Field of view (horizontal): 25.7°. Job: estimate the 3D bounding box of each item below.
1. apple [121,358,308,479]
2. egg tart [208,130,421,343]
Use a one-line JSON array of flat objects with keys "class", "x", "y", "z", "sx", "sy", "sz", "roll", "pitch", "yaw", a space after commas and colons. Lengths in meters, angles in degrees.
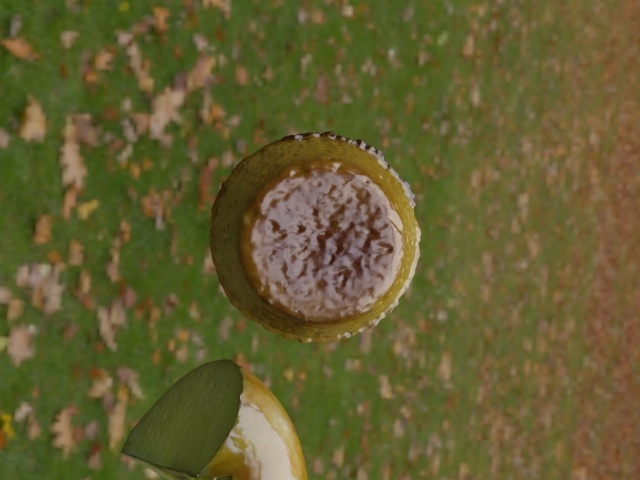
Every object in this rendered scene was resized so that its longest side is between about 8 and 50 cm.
[{"class": "apple", "x": -0.131, "y": 0.286, "z": 1.866, "sx": 0.179, "sy": 0.346, "sz": 0.254, "roll": -8, "pitch": 90, "yaw": -28}, {"class": "egg tart", "x": 0.000, "y": 0.000, "z": 1.348, "sx": 0.171, "sy": 0.215, "sz": 0.215, "roll": -148, "pitch": -118, "yaw": -85}]
